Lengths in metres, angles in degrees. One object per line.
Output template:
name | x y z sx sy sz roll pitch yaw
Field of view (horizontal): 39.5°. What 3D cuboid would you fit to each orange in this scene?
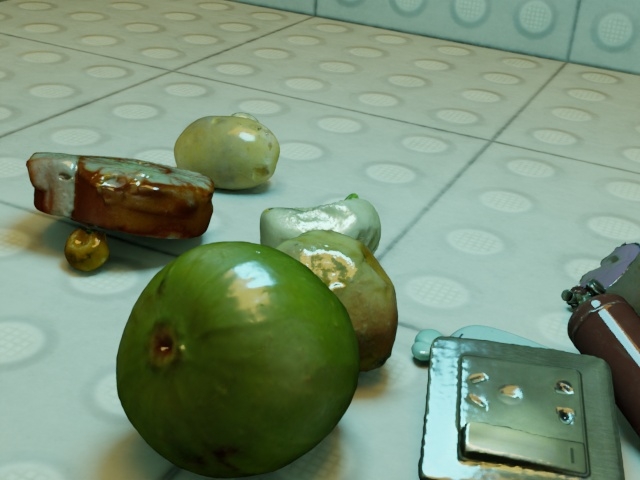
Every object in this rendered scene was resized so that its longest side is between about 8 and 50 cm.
orange | -0.408 0.019 1.571 0.086 0.062 0.086 -12 51 15

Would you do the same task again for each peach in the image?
peach | 0.012 0.101 1.344 0.235 0.214 0.214 37 38 22

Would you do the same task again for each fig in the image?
fig | -0.084 0.155 1.136 0.316 0.316 0.316 4 26 -2

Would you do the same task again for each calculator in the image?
calculator | 0.277 0.195 1.355 0.295 0.042 0.184 18 29 23

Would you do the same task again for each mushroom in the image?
mushroom | 0.515 0.089 1.535 0.117 0.141 0.188 48 54 9

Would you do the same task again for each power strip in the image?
power strip | 0.263 0.251 1.187 0.257 0.092 0.251 9 35 5

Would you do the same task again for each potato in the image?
potato | -0.203 -0.195 1.924 0.234 0.146 0.150 5 47 5

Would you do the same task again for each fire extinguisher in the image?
fire extinguisher | 0.457 0.171 1.315 0.147 0.106 0.337 26 26 -35

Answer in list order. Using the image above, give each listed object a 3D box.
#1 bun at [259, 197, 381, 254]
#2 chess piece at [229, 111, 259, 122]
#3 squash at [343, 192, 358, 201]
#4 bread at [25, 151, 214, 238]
bun | 0.000 0.000 1.605 0.229 0.145 0.229 -9 -5 -1
chess piece | -0.183 -0.210 2.069 0.090 0.090 0.200 3 37 -5
squash | 0.057 -0.075 1.881 0.027 0.027 0.089 15 31 19
bread | -0.360 -0.090 1.668 0.328 0.114 0.295 12 9 15
